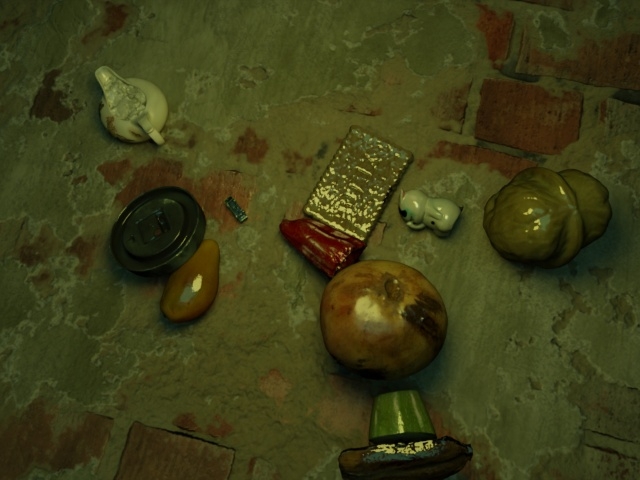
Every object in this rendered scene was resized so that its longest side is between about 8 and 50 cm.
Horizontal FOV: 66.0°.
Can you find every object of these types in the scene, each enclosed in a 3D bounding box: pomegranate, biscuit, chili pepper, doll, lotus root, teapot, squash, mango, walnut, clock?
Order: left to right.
[{"bbox_3d":[-0.557,-0.390,1.479,0.298,0.139,0.204,43,79,12],"label":"teapot"},{"bbox_3d":[-0.454,-0.026,1.378,0.281,0.055,0.280,-8,58,14],"label":"clock"},{"bbox_3d":[-0.345,0.112,1.360,0.139,0.113,0.253,17,70,13],"label":"mango"},{"bbox_3d":[0.000,0.000,1.366,0.253,0.136,0.144,36,79,27],"label":"chili pepper"},{"bbox_3d":[0.112,-0.168,1.444,0.217,0.044,0.324,27,79,8],"label":"biscuit"},{"bbox_3d":[0.154,0.196,1.233,0.322,0.322,0.321,-1,76,2],"label":"pomegranate"},{"bbox_3d":[0.197,0.450,1.235,0.170,0.170,0.122,-8,62,0],"label":"squash"},{"bbox_3d":[0.208,0.557,1.193,0.330,0.167,0.078,-13,39,8],"label":"lotus root"},{"bbox_3d":[0.300,-0.079,1.382,0.181,0.110,0.106,18,76,9],"label":"doll"},{"bbox_3d":[0.581,-0.059,1.286,0.282,0.277,0.253,10,82,-6],"label":"walnut"}]

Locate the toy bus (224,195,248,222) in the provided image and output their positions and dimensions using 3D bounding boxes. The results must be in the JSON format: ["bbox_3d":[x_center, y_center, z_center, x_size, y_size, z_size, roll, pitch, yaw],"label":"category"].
[{"bbox_3d":[-0.246,-0.090,1.443,0.031,0.037,0.083,-38,79,-8],"label":"toy bus"}]
